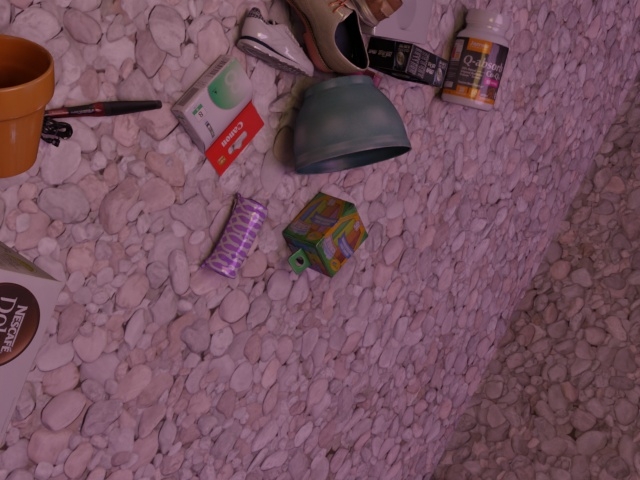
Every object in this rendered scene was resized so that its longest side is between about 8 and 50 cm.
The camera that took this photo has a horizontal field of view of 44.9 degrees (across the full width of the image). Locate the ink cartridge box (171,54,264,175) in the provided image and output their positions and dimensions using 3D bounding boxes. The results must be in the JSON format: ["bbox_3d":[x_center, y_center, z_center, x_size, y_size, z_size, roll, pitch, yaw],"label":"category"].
[{"bbox_3d":[-0.211,-0.275,1.744,0.181,0.056,0.225,-52,136,-19],"label":"ink cartridge box"}]

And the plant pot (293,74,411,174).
[{"bbox_3d":[0.061,-0.289,1.900,0.293,0.293,0.196,-10,88,-46],"label":"plant pot"}]

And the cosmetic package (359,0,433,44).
[{"bbox_3d":[0.172,-0.627,1.952,0.224,0.138,0.225,-6,112,-47],"label":"cosmetic package"}]

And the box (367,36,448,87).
[{"bbox_3d":[0.231,-0.477,2.080,0.180,0.147,0.078,6,101,-50],"label":"box"}]

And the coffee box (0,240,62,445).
[{"bbox_3d":[-0.665,0.134,1.182,0.334,0.338,0.338,21,91,-51],"label":"coffee box"}]

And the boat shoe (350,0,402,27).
[{"bbox_3d":[0.094,-0.660,1.784,0.325,0.116,0.123,65,21,-10],"label":"boat shoe"}]

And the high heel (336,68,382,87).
[{"bbox_3d":[0.062,-0.403,1.990,0.244,0.082,0.117,8,110,-54],"label":"high heel"}]

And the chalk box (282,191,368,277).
[{"bbox_3d":[0.000,0.000,2.045,0.213,0.132,0.132,-49,137,-22],"label":"chalk box"}]

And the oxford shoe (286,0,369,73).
[{"bbox_3d":[0.010,-0.551,1.731,0.140,0.146,0.397,-46,130,-19],"label":"oxford shoe"}]

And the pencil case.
[{"bbox_3d":[-0.201,-0.010,1.852,0.088,0.086,0.206,27,83,-17],"label":"pencil case"}]

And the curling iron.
[{"bbox_3d":[-0.432,-0.244,1.518,0.274,0.035,0.068,-25,128,-40],"label":"curling iron"}]

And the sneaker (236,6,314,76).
[{"bbox_3d":[-0.088,-0.448,1.785,0.235,0.090,0.095,19,82,-52],"label":"sneaker"}]

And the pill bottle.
[{"bbox_3d":[0.470,-0.537,2.315,0.162,0.162,0.279,0,106,-49],"label":"pill bottle"}]

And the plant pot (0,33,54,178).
[{"bbox_3d":[-0.546,-0.214,1.291,0.205,0.205,0.188,-27,141,-39],"label":"plant pot"}]
